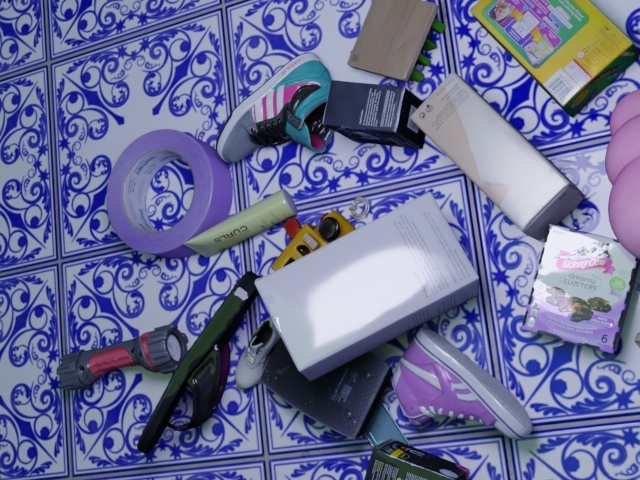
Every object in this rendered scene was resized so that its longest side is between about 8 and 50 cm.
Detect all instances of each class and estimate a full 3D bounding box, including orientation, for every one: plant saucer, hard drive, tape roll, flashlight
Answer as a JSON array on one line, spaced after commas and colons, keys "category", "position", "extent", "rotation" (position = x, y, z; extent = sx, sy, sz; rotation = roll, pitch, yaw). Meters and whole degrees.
[{"category": "plant saucer", "position": [0.100, 0.334, 1.867], "extent": [0.067, 0.018, 0.192], "rotation": [-39, 67, 15]}, {"category": "hard drive", "position": [0.014, 0.263, 1.880], "extent": [0.254, 0.054, 0.172], "rotation": [25, 89, 35]}, {"category": "tape roll", "position": [-0.331, -0.101, 2.101], "extent": [0.274, 0.090, 0.275], "rotation": [-4, 81, 25]}, {"category": "flashlight", "position": [-0.433, 0.264, 2.084], "extent": [0.304, 0.103, 0.103], "rotation": [-17, 78, 21]}]

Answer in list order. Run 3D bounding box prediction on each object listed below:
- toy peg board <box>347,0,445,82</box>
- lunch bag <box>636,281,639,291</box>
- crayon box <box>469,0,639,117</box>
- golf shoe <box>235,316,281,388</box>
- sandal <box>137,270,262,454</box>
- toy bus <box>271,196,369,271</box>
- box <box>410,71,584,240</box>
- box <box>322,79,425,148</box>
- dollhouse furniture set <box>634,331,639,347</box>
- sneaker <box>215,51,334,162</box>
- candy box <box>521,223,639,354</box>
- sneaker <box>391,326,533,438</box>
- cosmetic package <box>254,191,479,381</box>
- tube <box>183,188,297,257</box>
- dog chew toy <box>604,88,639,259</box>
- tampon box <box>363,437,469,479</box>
[{"category": "toy peg board", "position": [0.161, -0.399, 1.934], "extent": [0.160, 0.079, 0.161], "rotation": [24, 92, 42]}, {"category": "lunch bag", "position": [0.587, 0.080, 1.630], "extent": [0.067, 0.098, 0.065], "rotation": [24, 93, 65]}, {"category": "crayon box", "position": [0.432, -0.387, 1.789], "extent": [0.165, 0.081, 0.278], "rotation": [-43, 67, 13]}, {"category": "golf shoe", "position": [-0.133, 0.224, 1.957], "extent": [0.069, 0.086, 0.176], "rotation": [33, 98, 24]}, {"category": "sandal", "position": [-0.230, 0.271, 1.962], "extent": [0.107, 0.167, 0.446], "rotation": [34, 97, 4]}, {"category": "toy bus", "position": [-0.004, 0.013, 1.919], "extent": [0.191, 0.104, 0.202], "rotation": [-7, 79, 24]}, {"category": "box", "position": [0.325, -0.154, 1.769], "extent": [0.121, 0.148, 0.311], "rotation": [-46, 65, 13]}, {"category": "box", "position": [0.112, -0.244, 1.877], "extent": [0.158, 0.156, 0.093], "rotation": [10, 87, 27]}, {"category": "dollhouse furniture set", "position": [0.620, 0.177, 1.651], "extent": [0.114, 0.091, 0.081], "rotation": [47, 61, 2]}, {"category": "sneaker", "position": [-0.071, -0.230, 1.986], "extent": [0.295, 0.124, 0.178], "rotation": [-43, 57, 12]}, {"category": "candy box", "position": [0.463, 0.085, 1.701], "extent": [0.164, 0.070, 0.196], "rotation": [14, 88, 23]}, {"category": "sneaker", "position": [0.249, 0.304, 1.763], "extent": [0.282, 0.102, 0.161], "rotation": [40, 103, 36]}, {"category": "cosmetic package", "position": [0.089, 0.089, 1.778], "extent": [0.365, 0.155, 0.197], "rotation": [-26, 72, 2]}, {"category": "tube", "position": [-0.164, -0.028, 2.018], "extent": [0.240, 0.062, 0.070], "rotation": [-26, 109, 15]}, {"category": "dog chew toy", "position": [0.571, -0.122, 1.610], "extent": [0.206, 0.206, 0.332], "rotation": [-19, 51, 22]}, {"category": "tampon box", "position": [0.172, 0.442, 1.748], "extent": [0.161, 0.120, 0.101], "rotation": [17, 93, 20]}]
